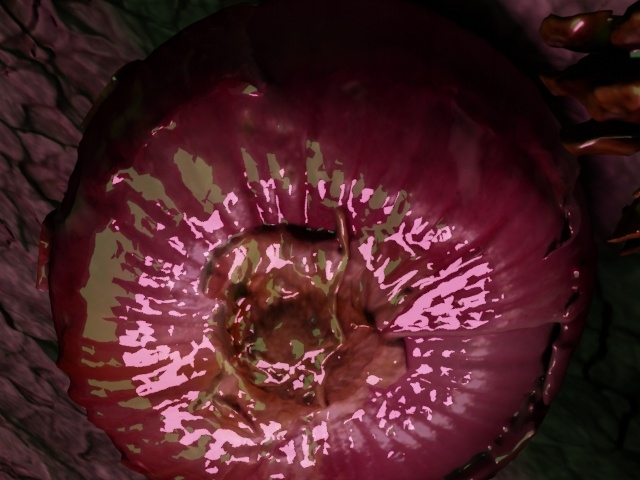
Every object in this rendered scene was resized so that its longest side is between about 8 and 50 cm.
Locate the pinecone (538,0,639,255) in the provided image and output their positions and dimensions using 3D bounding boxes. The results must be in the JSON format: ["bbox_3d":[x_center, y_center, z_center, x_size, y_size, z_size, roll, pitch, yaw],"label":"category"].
[{"bbox_3d":[0.135,-0.077,0.538,0.173,0.173,0.174,26,145,19],"label":"pinecone"}]

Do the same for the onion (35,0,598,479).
[{"bbox_3d":[0.000,0.000,0.762,0.230,0.163,0.230,2,120,4],"label":"onion"}]
